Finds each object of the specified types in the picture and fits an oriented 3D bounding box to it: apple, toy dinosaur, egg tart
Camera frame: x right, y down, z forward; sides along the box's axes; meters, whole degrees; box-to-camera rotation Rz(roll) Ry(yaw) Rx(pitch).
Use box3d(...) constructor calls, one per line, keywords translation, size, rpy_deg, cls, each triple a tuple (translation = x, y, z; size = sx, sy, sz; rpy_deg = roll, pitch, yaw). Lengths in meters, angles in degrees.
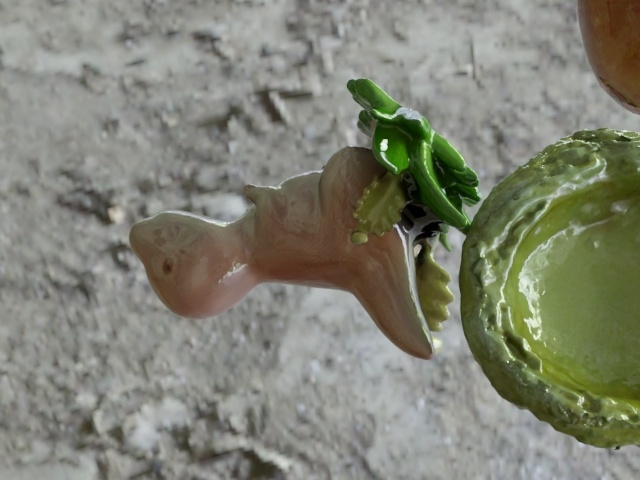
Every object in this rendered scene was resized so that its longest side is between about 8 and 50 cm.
box3d(translation=(0.318, -0.199, 1.395), size=(0.209, 0.209, 0.164), rpy_deg=(-17, 1, -7), cls="apple")
box3d(translation=(0.001, 0.000, 0.967), size=(0.194, 0.152, 0.177), rpy_deg=(38, 84, 4), cls="toy dinosaur")
box3d(translation=(0.164, 0.029, 0.939), size=(0.197, 0.078, 0.197), rpy_deg=(3, 76, -14), cls="egg tart")

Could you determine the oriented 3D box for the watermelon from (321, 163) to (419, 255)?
box3d(translation=(0.034, -0.016, 1.198), size=(0.072, 0.084, 0.092), rpy_deg=(-8, 13, -31), cls="watermelon")
